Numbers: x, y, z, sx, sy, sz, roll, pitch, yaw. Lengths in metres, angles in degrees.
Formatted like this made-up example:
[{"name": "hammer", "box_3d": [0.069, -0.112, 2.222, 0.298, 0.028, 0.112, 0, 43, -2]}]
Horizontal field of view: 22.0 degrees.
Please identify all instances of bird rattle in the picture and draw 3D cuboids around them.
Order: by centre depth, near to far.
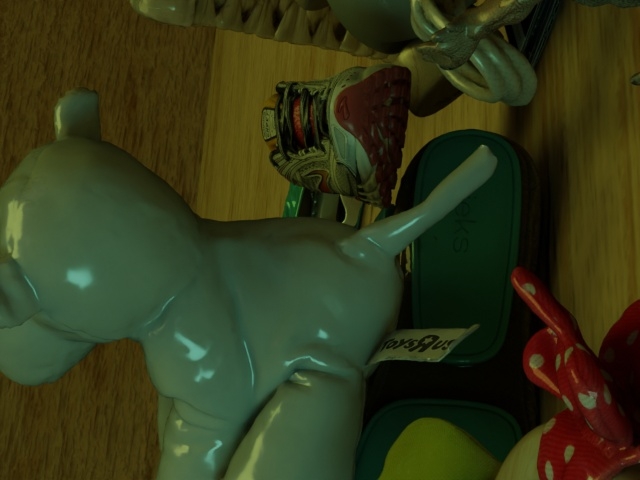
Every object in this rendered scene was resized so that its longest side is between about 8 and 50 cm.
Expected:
[{"name": "bird rattle", "box_3d": [0.123, 0.141, 0.762, 0.253, 0.143, 0.207, -46, 45, 49]}]

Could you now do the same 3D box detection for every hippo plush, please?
[{"name": "hippo plush", "box_3d": [-0.089, 0.058, 0.934, 0.294, 0.236, 0.234, -33, 41, 54]}]

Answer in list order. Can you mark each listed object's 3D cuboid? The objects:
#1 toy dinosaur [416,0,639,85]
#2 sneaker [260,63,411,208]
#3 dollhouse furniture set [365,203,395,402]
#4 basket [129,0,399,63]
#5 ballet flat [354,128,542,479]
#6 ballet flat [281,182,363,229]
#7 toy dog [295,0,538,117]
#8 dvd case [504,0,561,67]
[{"name": "toy dinosaur", "box_3d": [0.155, -0.188, 0.806, 0.296, 0.127, 0.200, 141, 145, -66]}, {"name": "sneaker", "box_3d": [0.006, -0.064, 1.059, 0.225, 0.093, 0.088, 122, 157, -83]}, {"name": "dollhouse furniture set", "box_3d": [0.034, 0.063, 1.165, 0.129, 0.129, 0.183, 120, 157, -62]}, {"name": "basket", "box_3d": [-0.012, -0.334, 1.436, 0.331, 0.266, 0.328, -125, 46, -77]}, {"name": "ballet flat", "box_3d": [0.076, 0.101, 1.008, 0.124, 0.116, 0.342, 72, -157, -67]}, {"name": "ballet flat", "box_3d": [0.000, 0.000, 1.573, 0.087, 0.083, 0.247, 2, 84, 66]}, {"name": "toy dog", "box_3d": [0.071, -0.205, 1.038, 0.161, 0.220, 0.334, -43, 8, -5]}, {"name": "dvd case", "box_3d": [0.160, -0.250, 1.105, 0.164, 0.018, 0.221, -95, 18, -52]}]
